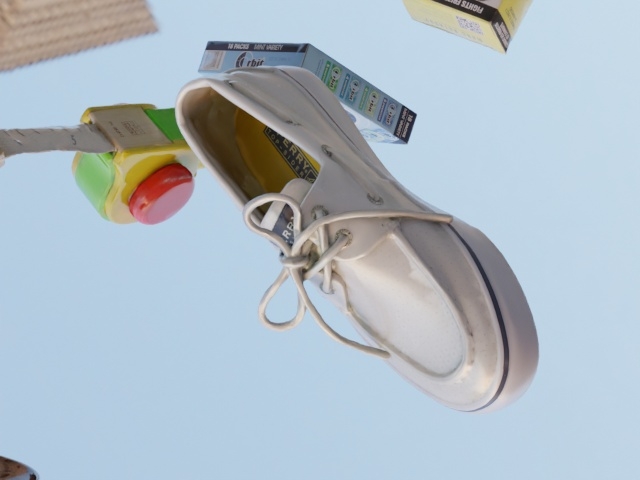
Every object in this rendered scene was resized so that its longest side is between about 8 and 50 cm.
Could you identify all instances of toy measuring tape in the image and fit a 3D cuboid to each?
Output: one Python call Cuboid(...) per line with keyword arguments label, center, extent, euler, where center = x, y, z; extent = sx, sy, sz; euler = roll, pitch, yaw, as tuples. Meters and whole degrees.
Cuboid(label="toy measuring tape", center=(-0.212, -0.063, 1.449), extent=(0.330, 0.121, 0.121), euler=(-12, -104, -54))

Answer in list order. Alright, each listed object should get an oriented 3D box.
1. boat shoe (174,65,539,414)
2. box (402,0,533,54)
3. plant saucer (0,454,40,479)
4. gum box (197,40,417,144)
Cuboid(label="boat shoe", center=(0.003, -0.008, 1.178), extent=(0.156, 0.136, 0.367), euler=(-5, -132, -45))
Cuboid(label="box", center=(0.151, -0.262, 1.193), extent=(0.232, 0.087, 0.058), euler=(-60, -24, -9))
Cuboid(label="plant saucer", center=(-0.343, 0.211, 1.356), extent=(0.199, 0.199, 0.036), euler=(4, -85, -45))
Cuboid(label="gum box", center=(-0.013, -0.159, 1.691), extent=(0.184, 0.157, 0.041), euler=(27, -103, -45))
